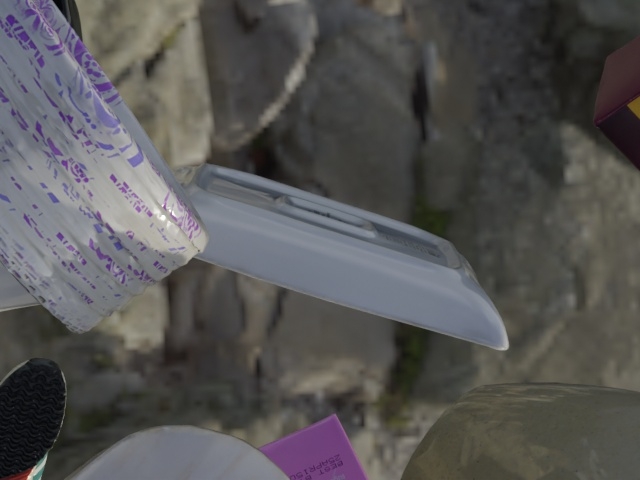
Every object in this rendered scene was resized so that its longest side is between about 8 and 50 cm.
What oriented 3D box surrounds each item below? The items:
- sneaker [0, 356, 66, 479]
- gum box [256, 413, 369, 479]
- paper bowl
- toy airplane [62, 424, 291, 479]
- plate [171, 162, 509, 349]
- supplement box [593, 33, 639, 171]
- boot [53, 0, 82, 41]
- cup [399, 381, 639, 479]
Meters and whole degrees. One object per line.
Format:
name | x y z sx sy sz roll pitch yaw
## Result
sneaker | -0.225 0.158 1.409 0.057 0.075 0.161 15 89 -14
gum box | -0.049 0.142 0.652 0.188 0.062 0.107 -22 79 -30
paper bowl | -0.196 -0.074 1.068 0.284 0.148 0.284 55 1 -1
toy airplane | -0.158 0.228 0.460 0.384 0.272 0.386 9 82 -37
plate | 0.000 0.000 1.437 0.277 0.278 0.045 -93 -159 -83
supplement box | 0.257 -0.050 1.120 0.188 0.104 0.081 43 36 -17
boot | -0.332 -0.178 1.645 0.263 0.229 0.091 62 22 -76
cup | 0.202 0.252 1.712 0.331 0.237 0.331 -39 146 -33
